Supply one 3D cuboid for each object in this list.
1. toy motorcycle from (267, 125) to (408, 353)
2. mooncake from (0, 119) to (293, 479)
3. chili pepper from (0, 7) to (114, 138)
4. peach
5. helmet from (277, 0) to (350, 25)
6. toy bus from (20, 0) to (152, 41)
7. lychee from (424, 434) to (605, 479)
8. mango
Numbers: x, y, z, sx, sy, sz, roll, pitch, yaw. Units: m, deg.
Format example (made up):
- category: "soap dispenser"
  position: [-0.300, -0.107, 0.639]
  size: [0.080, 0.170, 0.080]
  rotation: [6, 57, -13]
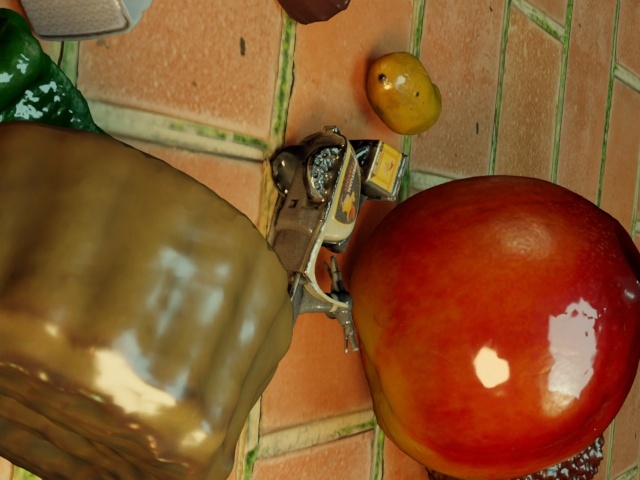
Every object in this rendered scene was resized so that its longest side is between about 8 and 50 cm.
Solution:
- category: "toy motorcycle"
  position: [0.000, 0.000, 1.165]
  size: [0.157, 0.091, 0.263]
  rotation: [25, 77, -40]
- category: "mooncake"
  position: [-0.168, 0.064, 0.718]
  size: [0.290, 0.290, 0.161]
  rotation: [59, 43, -46]
- category: "chili pepper"
  position: [-0.208, -0.076, 0.787]
  size: [0.099, 0.136, 0.270]
  rotation: [-34, 133, 4]
- category: "peach"
  position: [0.224, 0.099, 1.295]
  size: [0.388, 0.388, 0.388]
  rotation: [-16, 109, -58]
- category: "helmet"
  position: [0.002, -0.300, 1.154]
  size: [0.098, 0.070, 0.123]
  rotation: [7, 90, -59]
- category: "toy bus"
  position: [-0.210, -0.317, 0.762]
  size: [0.136, 0.109, 0.330]
  rotation: [-67, 148, -47]
- category: "lychee"
  position: [0.271, 0.295, 1.533]
  size: [0.276, 0.276, 0.304]
  rotation: [44, 16, -53]
- category: "mango"
  position: [0.111, -0.188, 1.362]
  size: [0.190, 0.075, 0.098]
  rotation: [21, 83, -66]
